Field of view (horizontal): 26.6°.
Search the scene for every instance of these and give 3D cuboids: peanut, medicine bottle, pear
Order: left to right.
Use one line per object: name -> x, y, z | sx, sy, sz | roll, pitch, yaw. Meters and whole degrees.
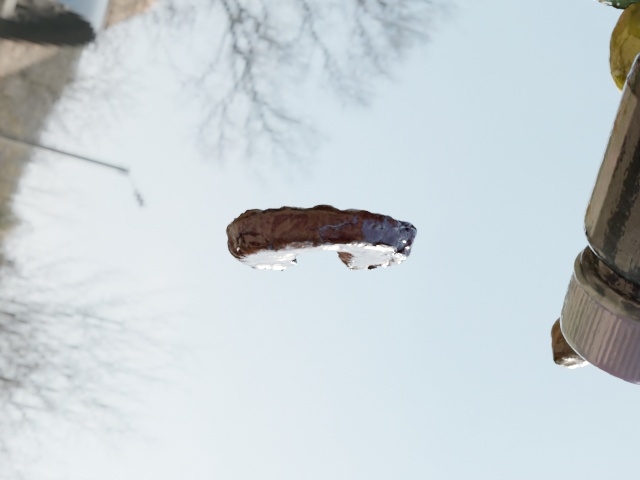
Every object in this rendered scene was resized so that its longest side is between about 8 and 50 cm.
peanut -> 0.350, 0.108, 1.701 | 0.076, 0.152, 0.076 | 51, -21, 28
pear -> 0.468, -0.246, 1.810 | 0.178, 0.178, 0.178 | -165, -90, -73
medicine bottle -> 0.312, -0.022, 1.165 | 0.165, 0.165, 0.273 | -102, -159, -56

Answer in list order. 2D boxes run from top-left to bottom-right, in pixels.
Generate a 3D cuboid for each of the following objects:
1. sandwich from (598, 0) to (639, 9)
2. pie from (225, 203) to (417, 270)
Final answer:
sandwich -> 0.392, -0.361, 1.710 | 0.235, 0.128, 0.122 | -39, -166, -23
pie -> 0.000, 0.000, 1.540 | 0.204, 0.218, 0.054 | 49, 42, -77
